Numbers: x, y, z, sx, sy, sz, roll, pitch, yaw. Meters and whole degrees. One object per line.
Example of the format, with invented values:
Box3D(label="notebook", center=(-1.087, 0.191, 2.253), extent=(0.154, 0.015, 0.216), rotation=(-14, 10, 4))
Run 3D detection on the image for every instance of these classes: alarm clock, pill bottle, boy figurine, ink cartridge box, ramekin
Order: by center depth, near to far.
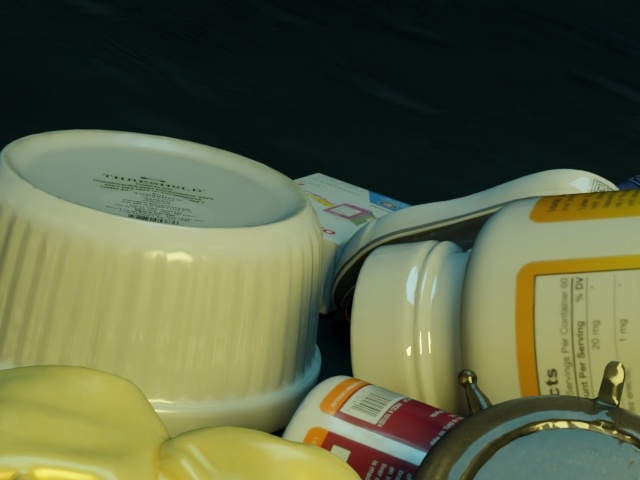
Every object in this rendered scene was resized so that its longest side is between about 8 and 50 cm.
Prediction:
Box3D(label="alarm clock", center=(0.086, 0.136, 0.608), extent=(0.129, 0.064, 0.192), rotation=(15, 58, 2))
Box3D(label="boy figurine", center=(-0.122, 0.098, 0.661), extent=(0.285, 0.092, 0.177), rotation=(9, 17, -9))
Box3D(label="pill bottle", center=(0.058, 0.119, 0.711), extent=(0.152, 0.086, 0.086), rotation=(19, 19, 22))
Box3D(label="pill bottle", center=(0.145, 0.044, 0.766), extent=(0.246, 0.136, 0.136), rotation=(-4, 11, 23))
Box3D(label="ramekin", center=(-0.094, 0.016, 0.900), extent=(0.207, 0.109, 0.207), rotation=(11, 18, -3))
Box3D(label="ink cartridge box", center=(0.000, 0.000, 1.099), extent=(0.088, 0.052, 0.122), rotation=(20, 21, 25))

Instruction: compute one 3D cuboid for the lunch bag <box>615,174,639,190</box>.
Box3D(label="lunch bag", center=(0.193, 0.000, 0.903), extent=(0.065, 0.067, 0.098), rotation=(-20, 26, -11))

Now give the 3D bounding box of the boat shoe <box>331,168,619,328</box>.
Box3D(label="boat shoe", center=(0.077, 0.028, 0.939), extent=(0.080, 0.076, 0.228), rotation=(40, -34, -26))
